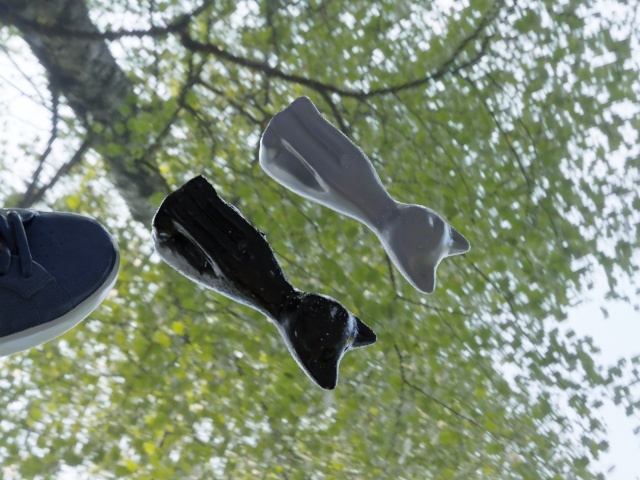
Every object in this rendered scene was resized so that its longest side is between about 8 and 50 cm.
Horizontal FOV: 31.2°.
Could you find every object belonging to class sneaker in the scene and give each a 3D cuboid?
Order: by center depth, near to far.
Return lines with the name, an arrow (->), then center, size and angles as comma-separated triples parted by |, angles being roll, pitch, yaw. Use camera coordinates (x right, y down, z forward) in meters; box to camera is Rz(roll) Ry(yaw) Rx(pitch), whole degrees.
sneaker -> -0.313, 0.005, 0.845 | 0.350, 0.148, 0.131 | -8, -133, -27

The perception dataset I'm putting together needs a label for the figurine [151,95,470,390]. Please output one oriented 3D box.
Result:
figurine -> 0.000, 0.000, 1.005 | 0.209, 0.092, 0.215 | 41, -117, 16
